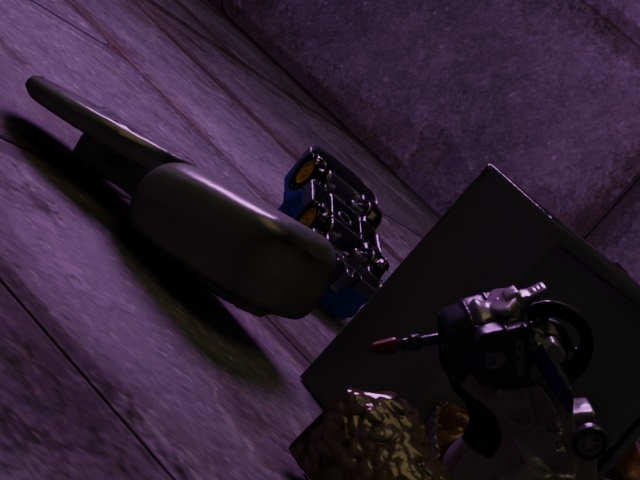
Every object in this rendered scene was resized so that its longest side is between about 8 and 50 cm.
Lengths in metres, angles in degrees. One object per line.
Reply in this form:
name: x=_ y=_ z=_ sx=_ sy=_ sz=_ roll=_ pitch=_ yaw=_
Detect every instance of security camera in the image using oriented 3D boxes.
security camera: x=-0.123 y=-0.036 z=1.482 sx=0.301 sy=0.080 sz=0.157 roll=34 pitch=5 yaw=29

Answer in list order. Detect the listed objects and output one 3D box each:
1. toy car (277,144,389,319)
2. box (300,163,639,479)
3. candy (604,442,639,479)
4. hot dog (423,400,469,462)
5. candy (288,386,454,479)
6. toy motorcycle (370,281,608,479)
toy car: x=0.000 y=0.000 z=1.861 sx=0.097 sy=0.100 sz=0.191 roll=38 pitch=27 yaw=-25
box: x=0.146 y=0.094 z=1.488 sx=0.225 sy=0.225 sz=0.117 roll=36 pitch=9 yaw=-40
candy: x=0.290 y=0.197 z=2.179 sx=0.271 sy=0.101 sz=0.143 roll=43 pitch=11 yaw=-34
hot dog: x=0.135 y=0.191 z=1.411 sx=0.191 sy=0.059 sz=0.108 roll=30 pitch=55 yaw=-38
candy: x=0.039 y=0.151 z=1.203 sx=0.095 sy=0.085 sz=0.110 roll=22 pitch=30 yaw=-46
toy motorcycle: x=0.113 y=0.138 z=1.274 sx=0.150 sy=0.221 sz=0.102 roll=-4 pitch=15 yaw=-2
